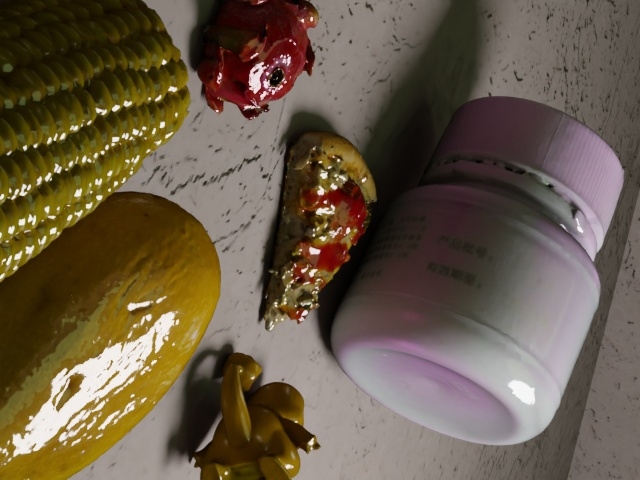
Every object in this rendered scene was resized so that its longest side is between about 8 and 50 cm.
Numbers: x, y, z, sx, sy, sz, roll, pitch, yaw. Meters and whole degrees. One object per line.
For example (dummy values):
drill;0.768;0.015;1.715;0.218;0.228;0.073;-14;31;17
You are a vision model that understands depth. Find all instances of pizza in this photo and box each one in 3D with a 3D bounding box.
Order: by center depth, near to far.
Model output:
pizza;0.000;0.000;1.332;0.188;0.062;0.199;30;80;-65

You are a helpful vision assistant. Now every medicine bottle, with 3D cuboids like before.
medicine bottle;0.179;0.031;1.518;0.325;0.256;0.256;-64;157;-25

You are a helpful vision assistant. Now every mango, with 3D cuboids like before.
mango;-0.170;0.073;0.910;0.317;0.119;0.176;-48;155;-37

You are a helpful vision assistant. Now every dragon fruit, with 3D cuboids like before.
dragon fruit;-0.043;-0.150;1.110;0.126;0.068;0.112;-16;124;-64

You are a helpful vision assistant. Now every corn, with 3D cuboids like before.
corn;-0.195;-0.044;0.739;0.387;0.144;0.144;-47;147;-51

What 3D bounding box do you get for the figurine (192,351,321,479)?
figurine;-0.060;0.161;1.293;0.176;0.121;0.122;-32;109;-77
